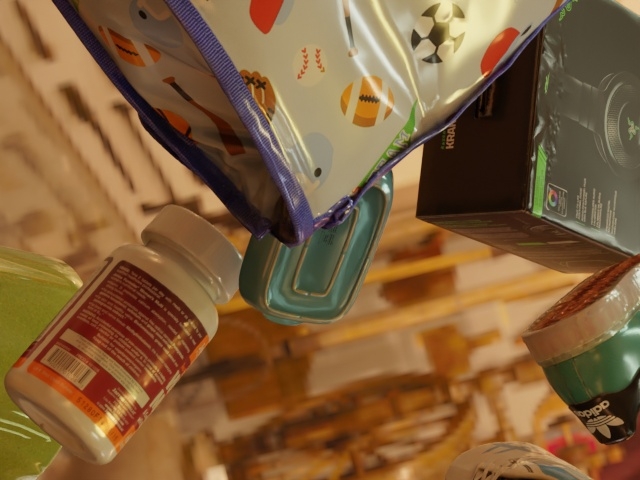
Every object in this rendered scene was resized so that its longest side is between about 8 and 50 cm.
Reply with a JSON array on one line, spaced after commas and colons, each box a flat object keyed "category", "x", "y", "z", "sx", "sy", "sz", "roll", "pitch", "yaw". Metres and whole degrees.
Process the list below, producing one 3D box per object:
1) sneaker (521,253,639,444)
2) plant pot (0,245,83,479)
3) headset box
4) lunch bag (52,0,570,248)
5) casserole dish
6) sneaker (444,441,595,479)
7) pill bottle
[{"category": "sneaker", "x": 0.277, "y": 0.080, "z": 1.434, "sx": 0.302, "sy": 0.108, "sz": 0.121, "roll": -27, "pitch": 92, "yaw": -50}, {"category": "plant pot", "x": -0.428, "y": 0.100, "z": 1.687, "sx": 0.293, "sy": 0.275, "sz": 0.274, "roll": 25, "pitch": 43, "yaw": -41}, {"category": "headset box", "x": 0.225, "y": -0.114, "z": 1.640, "sx": 0.283, "sy": 0.131, "sz": 0.246, "roll": 20, "pitch": 73, "yaw": -46}, {"category": "lunch bag", "x": -0.025, "y": -0.233, "z": 1.217, "sx": 0.385, "sy": 0.328, "sz": 0.239, "roll": 51, "pitch": -19, "yaw": -13}, {"category": "casserole dish", "x": 0.000, "y": 0.000, "z": 1.469, "sx": 0.037, "sy": 0.114, "sz": 0.188, "roll": -122, "pitch": -132, "yaw": -58}, {"category": "sneaker", "x": 0.150, "y": 0.196, "z": 1.282, "sx": 0.085, "sy": 0.086, "sz": 0.237, "roll": -68, "pitch": -158, "yaw": -4}, {"category": "pill bottle", "x": -0.169, "y": 0.081, "z": 1.505, "sx": 0.121, "sy": 0.221, "sz": 0.121, "roll": 34, "pitch": -21, "yaw": 15}]
